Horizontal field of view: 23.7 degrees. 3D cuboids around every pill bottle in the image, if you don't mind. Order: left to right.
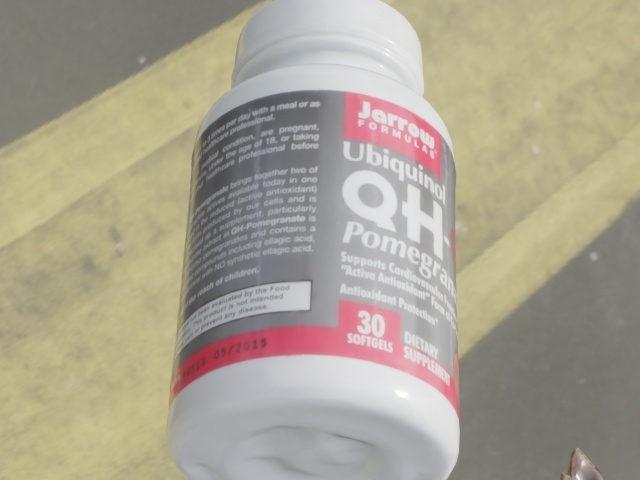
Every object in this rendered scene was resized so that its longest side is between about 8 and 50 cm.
[{"bbox_3d":[0.000,0.000,0.980,0.176,0.176,0.318,21,52,-27],"label":"pill bottle"}]

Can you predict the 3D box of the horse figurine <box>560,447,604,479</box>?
[{"bbox_3d":[-0.025,0.159,0.373,0.263,0.174,0.066,-39,97,-24],"label":"horse figurine"}]
